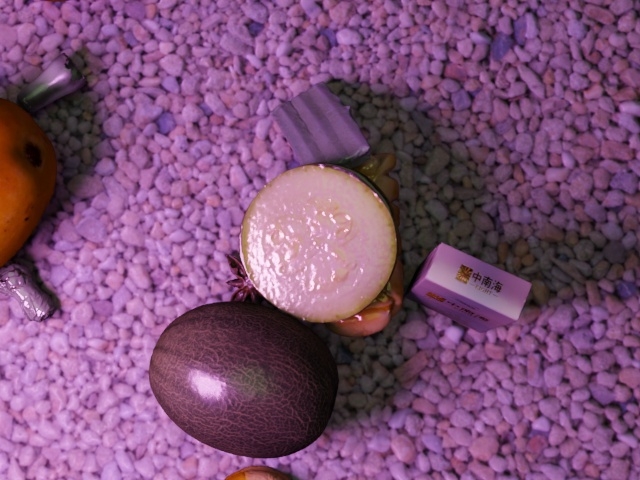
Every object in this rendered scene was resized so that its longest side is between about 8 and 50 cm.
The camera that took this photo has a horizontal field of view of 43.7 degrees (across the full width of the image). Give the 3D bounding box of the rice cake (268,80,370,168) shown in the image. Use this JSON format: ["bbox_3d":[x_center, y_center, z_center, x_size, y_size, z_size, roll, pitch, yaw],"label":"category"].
[{"bbox_3d":[-0.001,-0.189,1.365,0.127,0.043,0.237,-28,44,-3],"label":"rice cake"}]

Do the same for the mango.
[{"bbox_3d":[-0.621,-0.040,1.293,0.445,0.232,0.300,-43,52,4],"label":"mango"}]

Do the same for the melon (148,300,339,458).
[{"bbox_3d":[-0.123,0.218,1.264,0.301,0.237,0.238,16,81,7],"label":"melon"}]

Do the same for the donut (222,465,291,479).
[{"bbox_3d":[-0.111,0.469,1.308,0.174,0.074,0.190,39,82,5],"label":"donut"}]

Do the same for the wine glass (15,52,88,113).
[{"bbox_3d":[-0.495,-0.262,1.421,0.155,0.072,0.072,-37,83,-5],"label":"wine glass"}]

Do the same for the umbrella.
[{"bbox_3d":[-0.517,0.081,1.371,0.143,0.062,0.067,46,48,-4],"label":"umbrella"}]

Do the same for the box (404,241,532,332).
[{"bbox_3d":[0.229,0.082,1.287,0.155,0.243,0.067,23,80,4],"label":"box"}]

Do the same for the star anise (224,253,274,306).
[{"bbox_3d":[-0.103,0.074,1.376,0.129,0.056,0.124,-5,83,14],"label":"star anise"}]

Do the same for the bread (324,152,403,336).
[{"bbox_3d":[0.053,0.008,1.356,0.172,0.121,0.311,-3,80,9],"label":"bread"}]

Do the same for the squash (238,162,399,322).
[{"bbox_3d":[0.000,0.000,1.259,0.252,0.049,0.252,1,94,10],"label":"squash"}]
